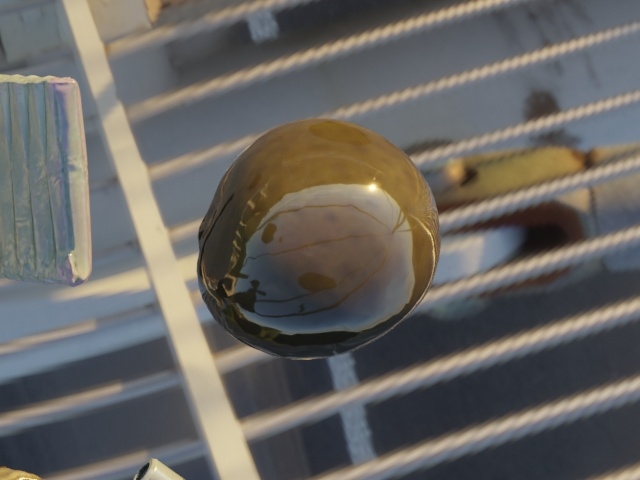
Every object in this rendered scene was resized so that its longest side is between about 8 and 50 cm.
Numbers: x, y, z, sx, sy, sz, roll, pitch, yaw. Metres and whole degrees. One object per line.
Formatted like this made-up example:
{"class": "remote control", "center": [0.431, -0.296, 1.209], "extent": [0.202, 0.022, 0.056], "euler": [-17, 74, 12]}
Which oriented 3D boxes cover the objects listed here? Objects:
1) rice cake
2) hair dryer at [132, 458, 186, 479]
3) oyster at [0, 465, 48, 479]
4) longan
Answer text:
{"class": "rice cake", "center": [-0.271, -0.057, 1.528], "extent": [0.037, 0.189, 0.198], "euler": [-11, 101, -38]}
{"class": "hair dryer", "center": [-0.184, 0.324, 1.989], "extent": [0.082, 0.137, 0.047], "euler": [39, 96, -18]}
{"class": "oyster", "center": [-0.298, 0.200, 1.173], "extent": [0.233, 0.107, 0.161], "euler": [-12, 138, -1]}
{"class": "longan", "center": [0.000, 0.000, 1.336], "extent": [0.196, 0.220, 0.196], "euler": [10, 126, 14]}
